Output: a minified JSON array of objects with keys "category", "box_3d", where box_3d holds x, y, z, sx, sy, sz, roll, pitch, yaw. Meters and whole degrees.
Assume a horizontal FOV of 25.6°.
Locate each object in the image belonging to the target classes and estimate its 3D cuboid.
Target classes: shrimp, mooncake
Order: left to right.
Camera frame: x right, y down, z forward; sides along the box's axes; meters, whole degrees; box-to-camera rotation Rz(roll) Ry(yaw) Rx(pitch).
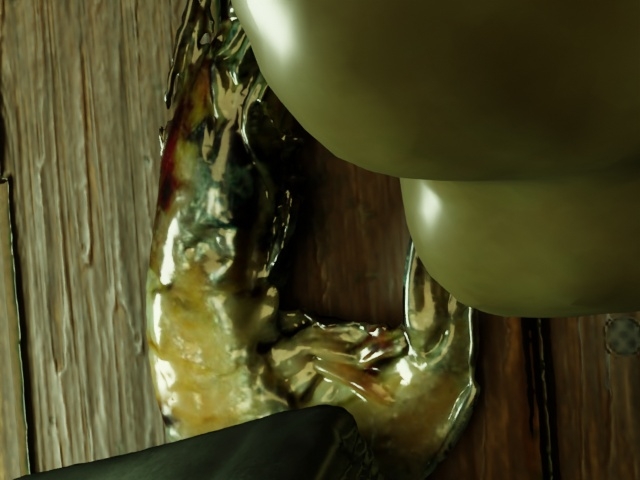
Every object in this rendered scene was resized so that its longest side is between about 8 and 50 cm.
[{"category":"shrimp","box_3d":[0.000,0.000,0.857,0.233,0.071,0.364,13,102,23]},{"category":"mooncake","box_3d":[0.132,-0.204,0.559,0.262,0.467,0.467,-9,89,25]}]

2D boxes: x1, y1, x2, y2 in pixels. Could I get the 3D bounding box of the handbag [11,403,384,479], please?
[{"category":"handbag","box_3d":[-0.085,0.268,0.816,0.341,0.247,0.240,-17,111,28]}]
